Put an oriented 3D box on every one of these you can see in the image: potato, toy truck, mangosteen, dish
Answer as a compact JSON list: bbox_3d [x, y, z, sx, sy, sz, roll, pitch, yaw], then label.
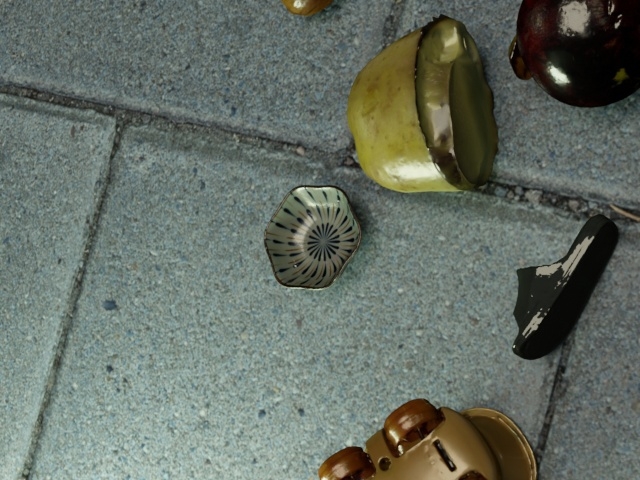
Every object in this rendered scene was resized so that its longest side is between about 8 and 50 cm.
[{"bbox_3d":[0.144,-0.193,2.007,0.242,0.242,0.285,-15,78,29],"label":"potato"},{"bbox_3d":[0.157,0.362,1.877,0.288,0.211,0.204,-41,61,15],"label":"toy truck"},{"bbox_3d":[0.386,-0.304,1.885,0.265,0.228,0.228,160,117,-71],"label":"mangosteen"},{"bbox_3d":[0.000,0.000,2.138,0.190,0.066,0.191,-8,74,30],"label":"dish"}]

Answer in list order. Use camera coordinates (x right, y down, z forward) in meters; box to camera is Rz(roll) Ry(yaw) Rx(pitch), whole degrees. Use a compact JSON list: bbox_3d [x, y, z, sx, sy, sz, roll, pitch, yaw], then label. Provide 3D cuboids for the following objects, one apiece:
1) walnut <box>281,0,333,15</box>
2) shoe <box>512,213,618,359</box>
[{"bbox_3d":[0.006,-0.477,2.202,0.207,0.116,0.116,-49,59,10],"label":"walnut"},{"bbox_3d":[0.342,0.060,1.886,0.093,0.108,0.241,32,91,34],"label":"shoe"}]
